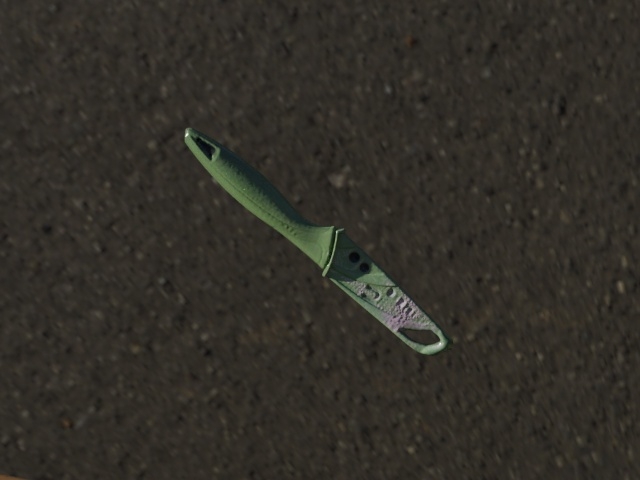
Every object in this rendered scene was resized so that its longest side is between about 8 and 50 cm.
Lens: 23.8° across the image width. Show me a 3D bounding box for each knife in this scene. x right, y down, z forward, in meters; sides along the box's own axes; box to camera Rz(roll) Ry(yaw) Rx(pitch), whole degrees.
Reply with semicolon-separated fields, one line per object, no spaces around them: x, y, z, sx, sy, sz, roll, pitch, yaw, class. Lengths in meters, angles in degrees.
0.000;0.000;0.907;0.207;0.014;0.030;41;101;-8;knife

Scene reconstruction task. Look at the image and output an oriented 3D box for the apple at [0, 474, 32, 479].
-0.151;0.197;0.609;0.209;0.164;0.209;-2;23;1;apple
